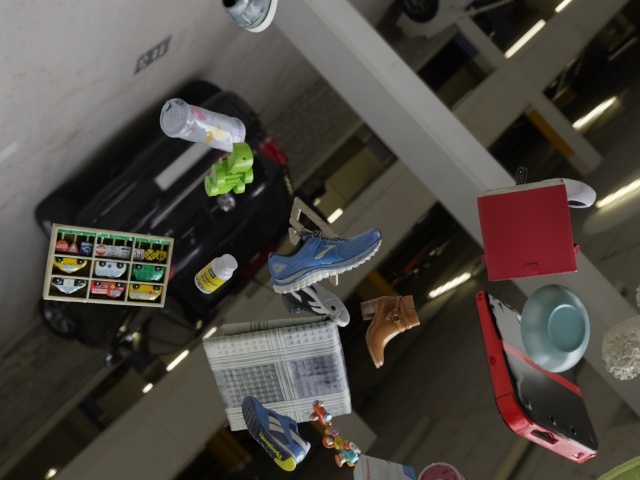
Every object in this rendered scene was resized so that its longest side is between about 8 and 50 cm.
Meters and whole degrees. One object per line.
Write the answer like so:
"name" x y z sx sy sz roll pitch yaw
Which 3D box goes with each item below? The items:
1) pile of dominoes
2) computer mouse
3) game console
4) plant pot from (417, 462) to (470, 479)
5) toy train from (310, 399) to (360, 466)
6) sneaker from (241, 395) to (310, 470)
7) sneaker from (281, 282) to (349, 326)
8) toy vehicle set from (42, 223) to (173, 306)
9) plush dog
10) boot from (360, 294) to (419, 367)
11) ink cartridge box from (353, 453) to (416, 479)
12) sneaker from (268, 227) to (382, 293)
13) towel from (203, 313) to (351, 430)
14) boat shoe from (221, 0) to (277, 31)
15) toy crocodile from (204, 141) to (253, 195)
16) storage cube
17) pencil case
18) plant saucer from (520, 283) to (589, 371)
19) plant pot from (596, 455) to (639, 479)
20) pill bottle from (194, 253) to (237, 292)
"pile of dominoes" 0.000 0.000 2.107 0.040 0.251 0.196 -31 154 -34
"computer mouse" 0.570 -0.126 1.655 0.042 0.193 0.106 64 39 -55
"game console" 0.512 0.328 1.615 0.060 0.387 0.341 -35 -139 29
"plant pot" 0.361 0.745 1.960 0.202 0.180 0.201 -13 -139 12
"toy train" 0.028 0.445 1.533 0.046 0.166 0.125 -31 136 -17
"sneaker" -0.076 0.315 1.134 0.059 0.144 0.053 -26 154 -40
"sneaker" -0.023 0.194 1.993 0.121 0.217 0.079 -51 174 35
"toy vehicle set" -0.480 0.059 1.545 0.035 0.267 0.165 11 -86 62
"plush dog" 0.690 0.202 1.257 0.262 0.225 0.211 -42 -170 -31
"boot" 0.199 0.246 1.870 0.153 0.197 0.073 -9 163 3
"ink cartridge box" 0.134 0.504 1.407 0.088 0.123 0.052 -90 -160 -68
"sneaker" 0.012 0.025 1.832 0.330 0.147 0.130 -21 -176 -13
"towel" -0.100 0.321 1.644 0.325 0.312 0.056 -9 -148 3
"boat shoe" -0.132 -0.577 1.319 0.116 0.319 0.099 8 -179 36
"toy crocodile" -0.283 -0.205 2.063 0.115 0.105 0.340 -9 173 -20
"storage cube" 0.465 -0.027 1.535 0.215 0.193 0.184 -7 -174 19
"pencil case" -0.354 -0.347 2.059 0.273 0.124 0.113 9 113 -53
"plant saucer" 0.527 0.192 1.487 0.195 0.195 0.037 -43 -168 -21
"plant pot" 0.725 0.576 1.346 0.276 0.276 0.253 -43 -137 29
"pill bottle" -0.271 0.084 1.776 0.116 0.065 0.065 -39 -177 31
